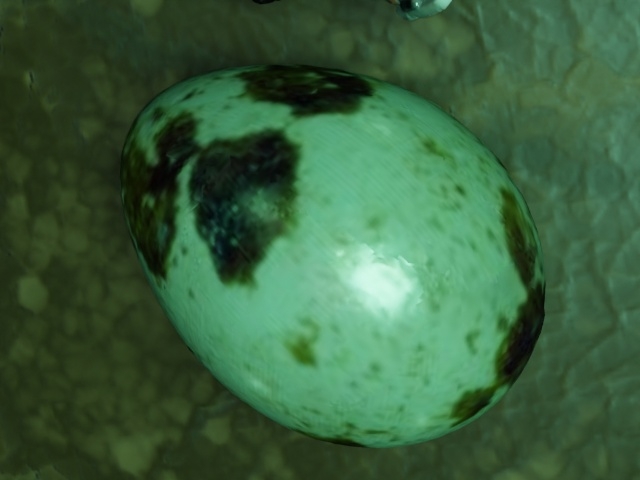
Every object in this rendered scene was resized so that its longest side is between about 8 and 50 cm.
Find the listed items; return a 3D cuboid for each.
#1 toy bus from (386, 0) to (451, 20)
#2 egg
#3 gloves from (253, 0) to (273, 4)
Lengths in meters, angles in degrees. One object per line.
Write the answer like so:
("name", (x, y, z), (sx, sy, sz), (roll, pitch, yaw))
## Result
("toy bus", (0.074, -0.233, 0.536), (0.106, 0.092, 0.268), (27, 91, -13))
("egg", (0.000, 0.000, 0.599), (0.231, 0.169, 0.169), (34, 108, 22))
("gloves", (-0.024, -0.185, 0.620), (0.180, 0.106, 0.129), (3, 104, -14))
